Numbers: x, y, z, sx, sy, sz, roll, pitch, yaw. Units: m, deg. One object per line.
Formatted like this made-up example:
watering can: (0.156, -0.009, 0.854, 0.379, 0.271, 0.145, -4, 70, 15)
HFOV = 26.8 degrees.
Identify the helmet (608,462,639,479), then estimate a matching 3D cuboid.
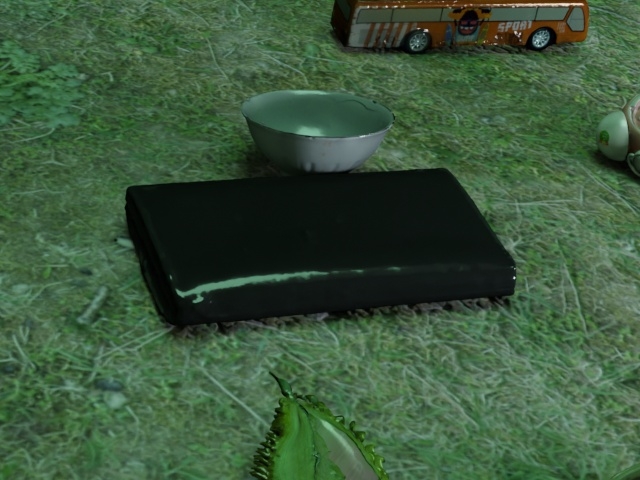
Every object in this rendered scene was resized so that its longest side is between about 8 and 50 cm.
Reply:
helmet: (0.318, 0.305, 1.080, 0.204, 0.137, 0.257, -38, 67, -4)

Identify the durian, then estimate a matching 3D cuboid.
durian: (-0.005, 0.219, 1.153, 0.137, 0.095, 0.221, 39, 23, -24)

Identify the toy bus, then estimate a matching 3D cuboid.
toy bus: (0.219, -0.343, 2.043, 0.408, 0.092, 0.093, -4, 39, -20)

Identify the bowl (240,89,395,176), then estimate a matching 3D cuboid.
bowl: (-0.005, -0.119, 1.641, 0.189, 0.086, 0.189, 3, 24, -1)

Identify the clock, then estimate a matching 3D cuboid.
clock: (0.471, -0.135, 1.822, 0.166, 0.093, 0.162, 30, 47, 26)

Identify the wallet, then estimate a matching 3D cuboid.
wallet: (0.000, 0.001, 1.503, 0.406, 0.062, 0.228, -3, 36, -22)
